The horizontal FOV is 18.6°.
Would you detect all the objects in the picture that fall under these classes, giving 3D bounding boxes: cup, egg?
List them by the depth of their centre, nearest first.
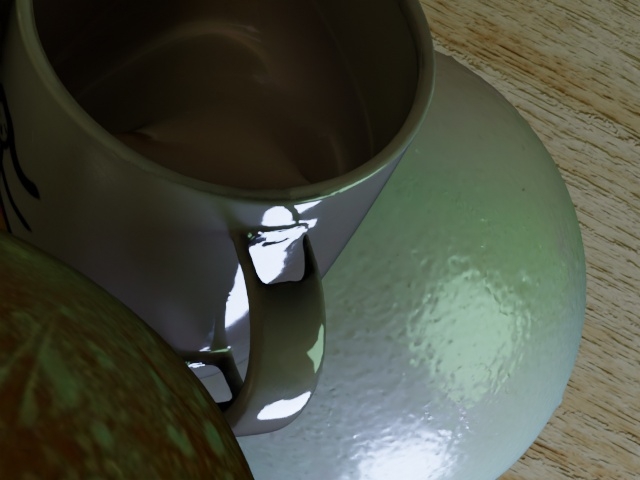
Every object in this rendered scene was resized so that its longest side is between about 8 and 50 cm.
[{"bbox_3d":[-0.058,-0.018,0.928,0.200,0.191,0.253,118,-40,-52],"label":"cup"},{"bbox_3d":[0.000,0.000,1.374,0.354,0.354,0.340,-62,156,-15],"label":"egg"}]

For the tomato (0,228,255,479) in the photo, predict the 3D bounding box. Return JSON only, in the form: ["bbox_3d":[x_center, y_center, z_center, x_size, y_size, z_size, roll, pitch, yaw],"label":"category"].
[{"bbox_3d":[-0.150,0.106,0.481,0.270,0.222,0.270,-43,-176,4],"label":"tomato"}]
